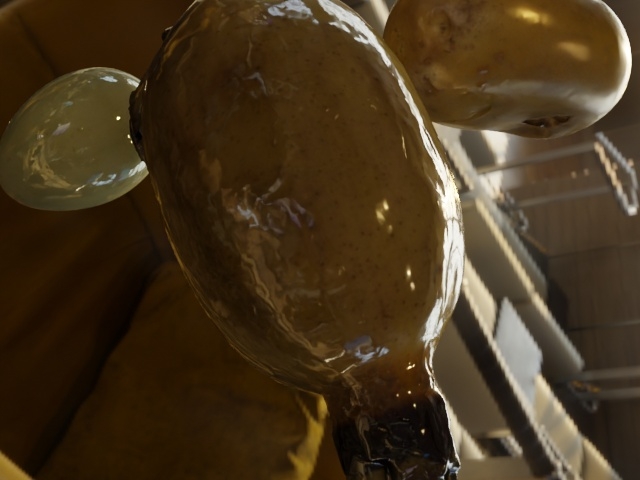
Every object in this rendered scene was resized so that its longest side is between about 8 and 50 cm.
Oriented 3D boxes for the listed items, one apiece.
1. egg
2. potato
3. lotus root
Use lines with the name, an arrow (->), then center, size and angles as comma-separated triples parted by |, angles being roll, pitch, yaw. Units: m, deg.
egg -> -0.344, -0.140, 1.383 | 0.188, 0.253, 0.188 | 62, -4, 8
potato -> 0.162, -0.161, 0.821 | 0.234, 0.150, 0.146 | 5, 102, -33
lotus root -> 0.000, 0.000, 0.538 | 0.183, 0.183, 0.310 | 12, 51, -54
